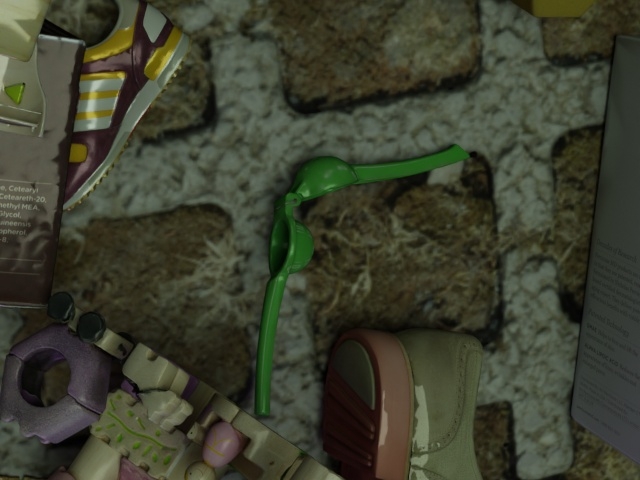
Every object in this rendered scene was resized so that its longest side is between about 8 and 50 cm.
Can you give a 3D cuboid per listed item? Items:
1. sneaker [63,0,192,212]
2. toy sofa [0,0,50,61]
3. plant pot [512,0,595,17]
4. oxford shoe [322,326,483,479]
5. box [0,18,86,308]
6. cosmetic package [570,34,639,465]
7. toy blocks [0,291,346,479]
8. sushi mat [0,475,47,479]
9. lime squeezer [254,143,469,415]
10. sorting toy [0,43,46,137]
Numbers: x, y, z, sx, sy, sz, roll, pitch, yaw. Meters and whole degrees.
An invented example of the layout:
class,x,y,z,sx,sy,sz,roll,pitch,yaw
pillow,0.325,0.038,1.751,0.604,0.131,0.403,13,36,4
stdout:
class,x,y,z,sx,sy,sz,roll,pitch,yaw
sneaker,-0.185,-0.110,1.214,0.084,0.069,0.185,35,84,-15
toy sofa,-0.252,-0.253,0.988,0.150,0.362,0.177,17,103,-23
plant pot,0.203,-0.240,1.315,0.081,0.081,0.083,-4,117,-19
oxford shoe,0.086,0.271,1.369,0.147,0.140,0.397,-3,107,-27
box,-0.283,-0.070,1.126,0.167,0.168,0.203,6,102,-21
cosmetic package,0.377,0.007,1.400,0.217,0.156,0.385,1,102,-21
toy blocks,-0.116,0.247,1.151,0.260,0.289,0.309,-55,155,-6
sushi mat,-0.285,0.356,1.315,0.151,0.019,0.316,7,101,-21
lime squeezer,0.000,0.000,1.296,0.110,0.059,0.310,50,64,-26
sorting toy,-0.225,-0.115,1.023,0.083,0.045,0.075,12,90,-23
